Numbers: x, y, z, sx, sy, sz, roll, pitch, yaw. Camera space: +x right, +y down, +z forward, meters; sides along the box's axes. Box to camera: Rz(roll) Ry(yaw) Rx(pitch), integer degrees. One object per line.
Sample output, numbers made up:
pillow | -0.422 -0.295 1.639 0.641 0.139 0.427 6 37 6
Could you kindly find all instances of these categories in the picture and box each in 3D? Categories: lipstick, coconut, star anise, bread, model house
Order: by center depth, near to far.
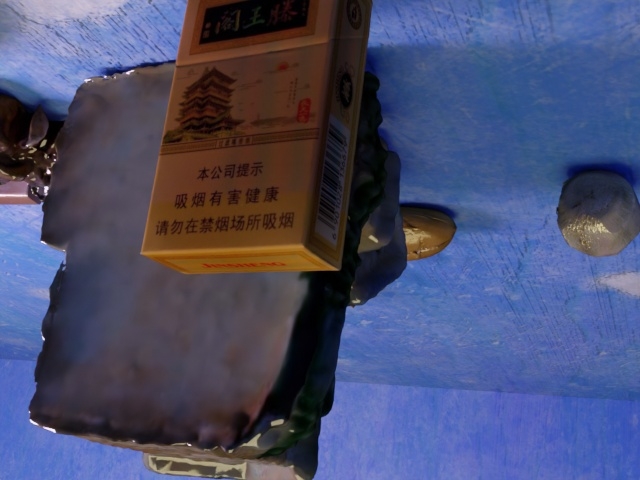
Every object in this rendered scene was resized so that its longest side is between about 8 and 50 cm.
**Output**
model house | -0.077 0.061 1.148 0.395 0.445 0.400 -2 159 20
coconut | 0.360 -0.031 1.229 0.110 0.110 0.124 -1 154 26
star anise | -0.426 -0.122 1.283 0.220 0.098 0.214 20 149 -35
bread | 0.115 -0.008 1.455 0.189 0.077 0.114 -2 165 19
lipstick | -0.521 -0.084 1.522 0.145 0.045 0.045 1 160 16

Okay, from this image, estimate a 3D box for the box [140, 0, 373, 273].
box | -0.056 -0.108 0.874 0.174 0.274 0.076 -2 161 28
